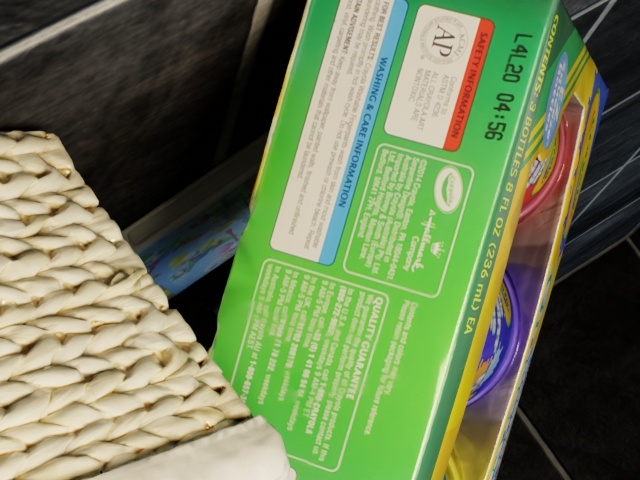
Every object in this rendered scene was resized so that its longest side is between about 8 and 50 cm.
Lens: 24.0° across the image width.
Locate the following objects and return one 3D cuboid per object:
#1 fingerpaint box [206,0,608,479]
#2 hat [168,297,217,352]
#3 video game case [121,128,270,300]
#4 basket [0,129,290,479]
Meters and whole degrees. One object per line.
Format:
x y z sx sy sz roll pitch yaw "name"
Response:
0.062 0.054 1.078 0.371 0.163 0.445 15 92 -74 "fingerpaint box"
-0.144 0.136 1.470 0.331 0.134 0.331 -29 -174 4 "hat"
-0.084 -0.020 1.281 0.285 0.025 0.204 -34 168 -1 "video game case"
-0.263 0.135 0.810 0.328 0.266 0.331 -41 168 26 "basket"
